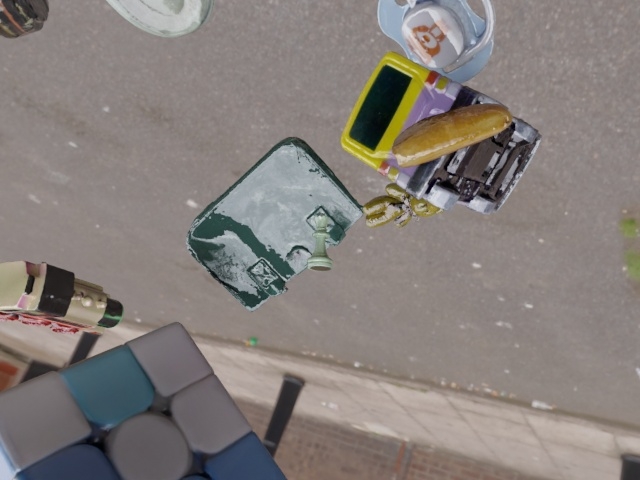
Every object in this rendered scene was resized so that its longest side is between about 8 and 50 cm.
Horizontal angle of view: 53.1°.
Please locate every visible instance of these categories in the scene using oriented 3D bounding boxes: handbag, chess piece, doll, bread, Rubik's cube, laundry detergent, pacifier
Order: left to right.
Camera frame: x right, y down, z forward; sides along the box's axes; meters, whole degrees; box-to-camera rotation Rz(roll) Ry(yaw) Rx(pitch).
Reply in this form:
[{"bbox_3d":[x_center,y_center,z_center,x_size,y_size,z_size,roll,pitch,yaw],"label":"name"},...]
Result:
[{"bbox_3d":[-0.321,0.394,1.002,0.347,0.346,0.344,50,131,16],"label":"Rubik's cube"},{"bbox_3d":[-0.121,-0.248,0.446,0.070,0.226,0.099,-24,145,19],"label":"laundry detergent"},{"bbox_3d":[-0.097,-0.033,1.324,0.238,0.326,0.089,47,-172,-11],"label":"handbag"},{"bbox_3d":[0.000,0.000,1.022,0.042,0.093,0.042,2,164,0],"label":"chess piece"},{"bbox_3d":[0.212,-0.085,1.618,0.209,0.097,0.137,-23,122,-2],"label":"doll"},{"bbox_3d":[0.132,-0.121,0.771,0.154,0.136,0.054,-18,99,52],"label":"bread"},{"bbox_3d":[0.264,-0.483,1.382,0.227,0.207,0.279,-27,117,31],"label":"pacifier"}]

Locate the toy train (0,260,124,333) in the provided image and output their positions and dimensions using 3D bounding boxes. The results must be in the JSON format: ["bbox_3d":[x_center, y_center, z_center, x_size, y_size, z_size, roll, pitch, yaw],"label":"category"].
[{"bbox_3d":[-0.247,0.057,0.603,0.087,0.050,0.138,-4,161,27],"label":"toy train"}]

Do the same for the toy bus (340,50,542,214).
[{"bbox_3d":[0.254,-0.198,1.275,0.249,0.209,0.440,36,-162,29],"label":"toy bus"}]

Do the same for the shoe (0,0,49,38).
[{"bbox_3d":[-0.479,-0.397,0.755,0.237,0.384,0.171,-15,170,-4],"label":"shoe"}]
